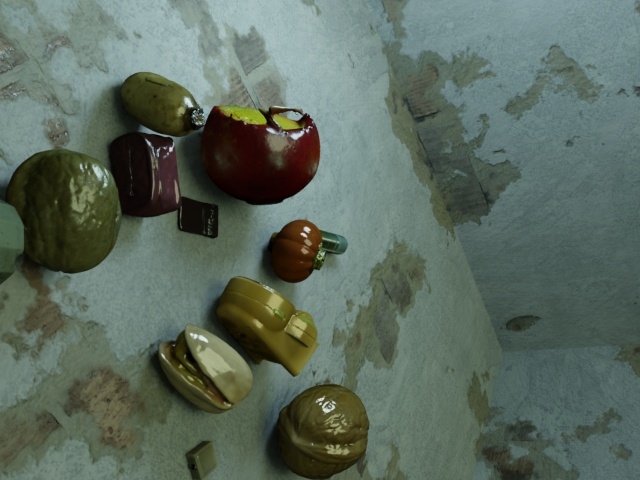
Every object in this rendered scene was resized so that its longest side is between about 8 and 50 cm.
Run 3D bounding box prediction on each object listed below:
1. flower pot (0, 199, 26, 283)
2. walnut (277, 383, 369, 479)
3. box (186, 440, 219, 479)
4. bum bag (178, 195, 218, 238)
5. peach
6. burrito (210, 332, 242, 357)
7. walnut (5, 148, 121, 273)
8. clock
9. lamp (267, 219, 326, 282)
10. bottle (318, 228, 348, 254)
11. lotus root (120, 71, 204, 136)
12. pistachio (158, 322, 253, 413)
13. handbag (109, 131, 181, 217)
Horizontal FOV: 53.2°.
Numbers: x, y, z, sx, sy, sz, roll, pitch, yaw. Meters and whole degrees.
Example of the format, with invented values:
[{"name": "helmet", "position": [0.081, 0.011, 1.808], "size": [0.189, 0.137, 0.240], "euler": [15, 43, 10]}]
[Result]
[{"name": "flower pot", "position": [-0.716, -0.010, 1.173], "size": [0.259, 0.290, 0.290], "euler": [18, 65, -69]}, {"name": "walnut", "position": [0.004, 0.619, 2.071], "size": [0.333, 0.332, 0.333], "euler": [23, 63, -53]}, {"name": "box", "position": [-0.328, 0.612, 1.775], "size": [0.083, 0.035, 0.079], "euler": [-23, 100, -56]}, {"name": "bum bag", "position": [-0.365, -0.070, 1.923], "size": [0.159, 0.026, 0.109], "euler": [14, 70, -55]}, {"name": "peach", "position": [-0.180, -0.267, 1.987], "size": [0.406, 0.335, 0.310], "euler": [-16, 115, -62]}, {"name": "burrito", "position": [-0.300, 0.326, 1.891], "size": [0.188, 0.045, 0.058], "euler": [47, 61, -43]}, {"name": "walnut", "position": [-0.568, -0.065, 1.416], "size": [0.283, 0.227, 0.283], "euler": [0, 89, -46]}, {"name": "clock", "position": [-0.174, 0.245, 1.942], "size": [0.317, 0.244, 0.200], "euler": [47, 60, -36]}, {"name": "lamp", "position": [-0.081, 0.036, 2.181], "size": [0.223, 0.196, 0.223], "euler": [20, 90, -81]}, {"name": "bottle", "position": [0.000, 0.000, 2.422], "size": [0.286, 0.082, 0.082], "euler": [15, 69, -55]}, {"name": "lotus root", "position": [-0.421, -0.361, 1.721], "size": [0.160, 0.284, 0.146], "euler": [-31, 138, -46]}, {"name": "pistachio", "position": [-0.308, 0.355, 1.759], "size": [0.299, 0.187, 0.187], "euler": [52, 41, -26]}, {"name": "handbag", "position": [-0.464, -0.174, 1.686], "size": [0.135, 0.146, 0.225], "euler": [-1, 84, -61]}]
